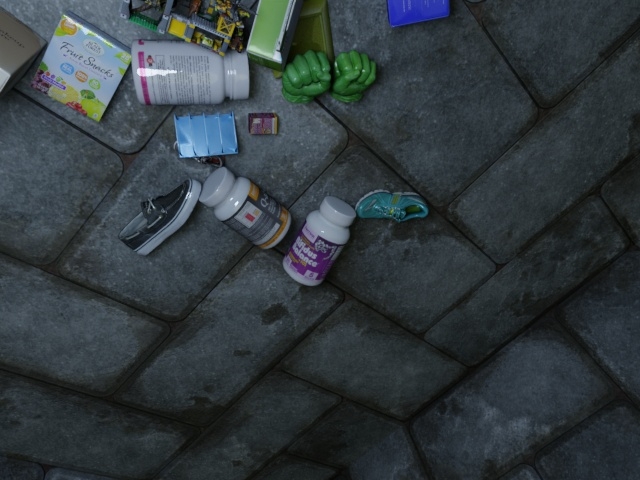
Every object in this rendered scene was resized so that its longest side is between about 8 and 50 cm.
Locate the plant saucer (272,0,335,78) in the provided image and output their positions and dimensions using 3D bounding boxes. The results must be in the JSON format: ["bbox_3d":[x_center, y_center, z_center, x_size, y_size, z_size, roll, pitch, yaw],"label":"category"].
[{"bbox_3d":[-0.054,-0.558,1.281,0.188,0.045,0.188,-15,128,-6],"label":"plant saucer"}]

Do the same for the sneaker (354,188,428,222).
[{"bbox_3d":[0.259,-0.119,1.649,0.275,0.110,0.107,-6,126,-12],"label":"sneaker"}]

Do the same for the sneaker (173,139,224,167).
[{"bbox_3d":[-0.362,-0.263,1.386,0.158,0.065,0.061,14,120,-25],"label":"sneaker"}]

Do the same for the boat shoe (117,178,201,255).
[{"bbox_3d":[-0.510,-0.079,1.437,0.335,0.121,0.119,-43,130,17],"label":"boat shoe"}]

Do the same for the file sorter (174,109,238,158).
[{"bbox_3d":[-0.327,-0.307,1.314,0.170,0.104,0.118,-7,95,-11],"label":"file sorter"}]

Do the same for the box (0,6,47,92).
[{"bbox_3d":[-0.738,-0.410,1.012,0.121,0.311,0.148,-43,126,15],"label":"box"}]

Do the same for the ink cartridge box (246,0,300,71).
[{"bbox_3d":[-0.109,-0.532,1.096,0.097,0.255,0.189,17,99,-6],"label":"ink cartridge box"}]

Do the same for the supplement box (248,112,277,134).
[{"bbox_3d":[-0.175,-0.354,1.391,0.083,0.043,0.055,-4,126,-15],"label":"supplement box"}]

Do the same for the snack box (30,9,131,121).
[{"bbox_3d":[-0.608,-0.443,1.181,0.174,0.070,0.207,26,112,-30],"label":"snack box"}]

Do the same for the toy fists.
[{"bbox_3d":[0.027,-0.462,1.299,0.279,0.096,0.142,-7,152,-19],"label":"toy fists"}]

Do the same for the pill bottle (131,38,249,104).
[{"bbox_3d":[-0.336,-0.439,1.208,0.283,0.160,0.160,-4,126,-13],"label":"pill bottle"}]

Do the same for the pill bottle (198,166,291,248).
[{"bbox_3d":[-0.240,-0.103,1.476,0.162,0.162,0.278,-42,126,14],"label":"pill bottle"}]

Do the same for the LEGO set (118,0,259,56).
[{"bbox_3d":[-0.302,-0.593,1.052,0.331,0.255,0.192,21,133,-20],"label":"LEGO set"}]

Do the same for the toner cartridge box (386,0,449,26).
[{"bbox_3d":[0.242,-0.757,1.186,0.165,0.075,0.348,-8,128,6],"label":"toner cartridge box"}]

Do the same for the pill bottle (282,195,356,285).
[{"bbox_3d":[0.000,0.000,1.618,0.169,0.169,0.301,17,118,-26],"label":"pill bottle"}]
